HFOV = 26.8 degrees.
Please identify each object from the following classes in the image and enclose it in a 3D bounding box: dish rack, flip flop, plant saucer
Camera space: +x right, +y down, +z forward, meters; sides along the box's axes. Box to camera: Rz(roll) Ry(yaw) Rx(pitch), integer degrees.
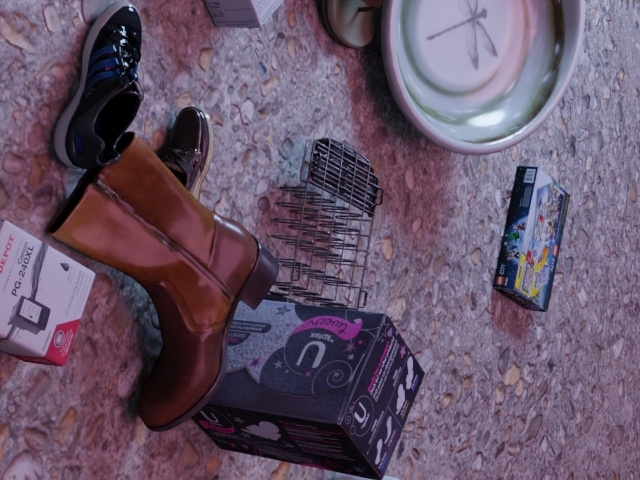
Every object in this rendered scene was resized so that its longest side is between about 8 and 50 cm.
[{"bbox_3d":[0.000,0.000,1.838,0.208,0.074,0.271,26,71,-56],"label":"dish rack"},{"bbox_3d":[0.062,-0.375,1.826,0.112,0.080,0.277,-47,153,-40],"label":"flip flop"},{"bbox_3d":[0.232,-0.333,2.052,0.401,0.100,0.400,-9,106,-34],"label":"plant saucer"}]

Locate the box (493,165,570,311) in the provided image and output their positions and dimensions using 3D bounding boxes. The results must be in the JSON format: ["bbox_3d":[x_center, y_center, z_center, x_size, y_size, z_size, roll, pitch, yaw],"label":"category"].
[{"bbox_3d":[0.388,-0.001,2.450,0.159,0.044,0.233,31,69,-54],"label":"box"}]

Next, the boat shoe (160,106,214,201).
[{"bbox_3d":[-0.165,-0.086,1.583,0.049,0.056,0.152,14,83,-62],"label":"boat shoe"}]

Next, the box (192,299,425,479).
[{"bbox_3d":[-0.026,0.175,1.656,0.142,0.247,0.163,57,49,-45],"label":"box"}]

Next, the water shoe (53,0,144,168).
[{"bbox_3d":[-0.220,-0.167,1.463,0.073,0.080,0.203,39,63,-53],"label":"water shoe"}]

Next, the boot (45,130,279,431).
[{"bbox_3d":[-0.197,0.055,1.519,0.264,0.096,0.280,-54,132,-5],"label":"boot"}]

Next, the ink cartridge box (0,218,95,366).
[{"bbox_3d":[-0.313,0.053,1.368,0.150,0.063,0.109,38,63,-53],"label":"ink cartridge box"}]

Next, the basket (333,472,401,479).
[{"bbox_3d":[0.174,0.535,1.943,0.328,0.331,0.266,52,54,-46],"label":"basket"}]

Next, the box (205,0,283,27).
[{"bbox_3d":[-0.093,-0.350,1.640,0.126,0.072,0.137,-55,137,-37],"label":"box"}]
